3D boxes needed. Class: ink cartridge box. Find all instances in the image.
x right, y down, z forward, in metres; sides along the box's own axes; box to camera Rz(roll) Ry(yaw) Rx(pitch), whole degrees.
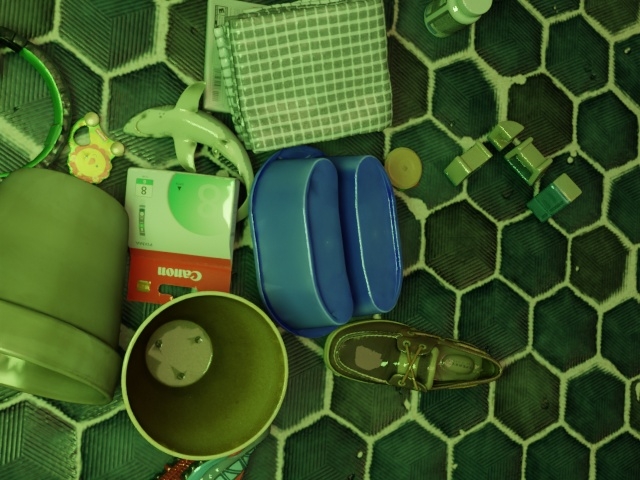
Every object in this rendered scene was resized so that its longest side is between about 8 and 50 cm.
[{"bbox_3d":[-0.233,0.000,1.197,0.181,0.056,0.225,6,92,6],"label":"ink cartridge box"}]

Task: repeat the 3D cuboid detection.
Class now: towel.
[{"bbox_3d":[-0.021,-0.280,1.232,0.283,0.121,0.235,-14,116,-12],"label":"towel"}]

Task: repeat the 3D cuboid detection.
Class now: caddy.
[{"bbox_3d":[0.000,0.000,1.266,0.241,0.179,0.341,-9,93,-42],"label":"caddy"}]

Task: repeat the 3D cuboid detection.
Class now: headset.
[{"bbox_3d":[-0.556,-0.227,1.060,0.394,0.185,0.243,23,81,-30],"label":"headset"}]

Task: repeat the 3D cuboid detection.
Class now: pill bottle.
[{"bbox_3d":[0.261,-0.441,1.386,0.078,0.137,0.078,0,89,-20],"label":"pill bottle"}]

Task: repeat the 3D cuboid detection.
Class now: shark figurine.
[{"bbox_3d":[-0.175,-0.165,1.248,0.278,0.116,0.166,40,110,-7],"label":"shark figurine"}]

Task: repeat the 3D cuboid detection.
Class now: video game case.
[{"bbox_3d":[-0.116,-0.323,1.309,0.183,0.023,0.201,3,87,-20],"label":"video game case"}]

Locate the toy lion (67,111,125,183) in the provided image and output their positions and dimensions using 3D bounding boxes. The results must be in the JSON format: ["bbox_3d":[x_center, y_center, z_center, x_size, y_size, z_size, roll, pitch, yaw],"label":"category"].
[{"bbox_3d":[-0.380,-0.146,1.207,0.096,0.034,0.100,-40,102,-8],"label":"toy lion"}]

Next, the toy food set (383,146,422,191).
[{"bbox_3d":[0.159,-0.137,1.405,0.082,0.020,0.083,22,81,-18],"label":"toy food set"}]

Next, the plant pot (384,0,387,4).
[{"bbox_3d":[0.017,-0.557,1.253,0.252,0.247,0.248,9,86,-11],"label":"plant pot"}]

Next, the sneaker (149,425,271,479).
[{"bbox_3d":[-0.181,0.398,1.246,0.262,0.104,0.125,-40,119,-12],"label":"sneaker"}]

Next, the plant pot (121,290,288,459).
[{"bbox_3d":[-0.199,0.193,1.144,0.237,0.254,0.237,1,88,-20],"label":"plant pot"}]

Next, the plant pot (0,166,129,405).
[{"bbox_3d":[-0.415,0.061,1.068,0.323,0.323,0.280,23,64,-18],"label":"plant pot"}]

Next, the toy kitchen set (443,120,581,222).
[{"bbox_3d":[0.369,-0.107,1.451,0.166,0.122,0.207,-37,81,-16],"label":"toy kitchen set"}]

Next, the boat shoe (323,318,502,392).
[{"bbox_3d":[0.178,0.220,1.350,0.342,0.123,0.123,13,84,-19],"label":"boat shoe"}]
